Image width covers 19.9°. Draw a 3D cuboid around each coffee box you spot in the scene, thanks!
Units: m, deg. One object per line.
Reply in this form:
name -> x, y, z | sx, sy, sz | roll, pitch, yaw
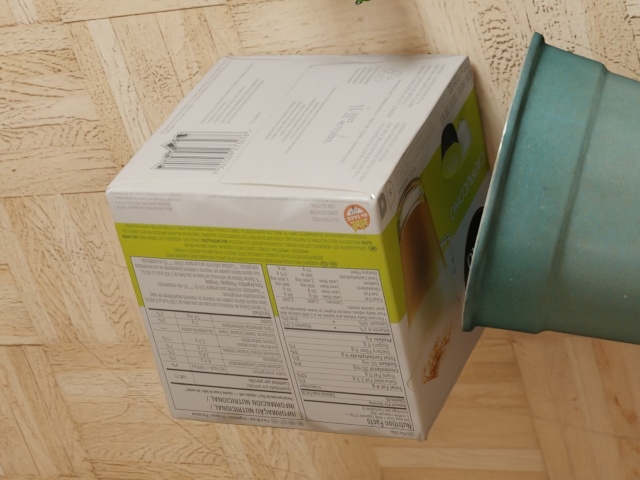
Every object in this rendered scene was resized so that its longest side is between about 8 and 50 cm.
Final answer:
coffee box -> 0.000, 0.000, 2.161 | 0.338, 0.338, 0.334 | 2, 123, 25

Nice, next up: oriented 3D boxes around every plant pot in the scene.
plant pot -> 0.355, -0.025, 1.989 | 0.334, 0.341, 0.341 | 14, 127, 9

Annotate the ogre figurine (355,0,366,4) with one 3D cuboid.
ogre figurine -> -0.004, -0.357, 2.062 | 0.197, 0.118, 0.097 | 24, 134, 13
